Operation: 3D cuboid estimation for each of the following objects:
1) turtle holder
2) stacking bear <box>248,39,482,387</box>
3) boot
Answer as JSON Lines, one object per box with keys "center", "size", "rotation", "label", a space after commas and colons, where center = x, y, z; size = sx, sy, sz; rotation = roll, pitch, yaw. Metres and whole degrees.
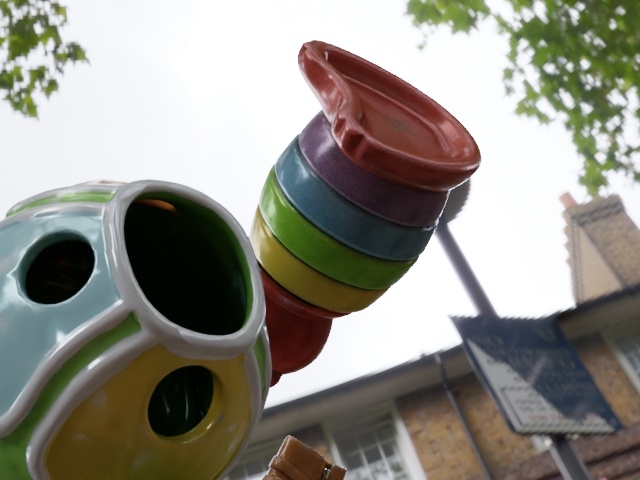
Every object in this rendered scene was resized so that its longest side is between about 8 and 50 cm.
{"center": [-0.153, 0.098, 0.775], "size": [0.243, 0.320, 0.227], "rotation": [32, -51, -20], "label": "turtle holder"}
{"center": [0.000, 0.000, 0.985], "size": [0.164, 0.175, 0.289], "rotation": [17, -59, -30], "label": "stacking bear"}
{"center": [-0.060, 0.266, 1.109], "size": [0.197, 0.073, 0.152], "rotation": [38, -106, -47], "label": "boot"}
